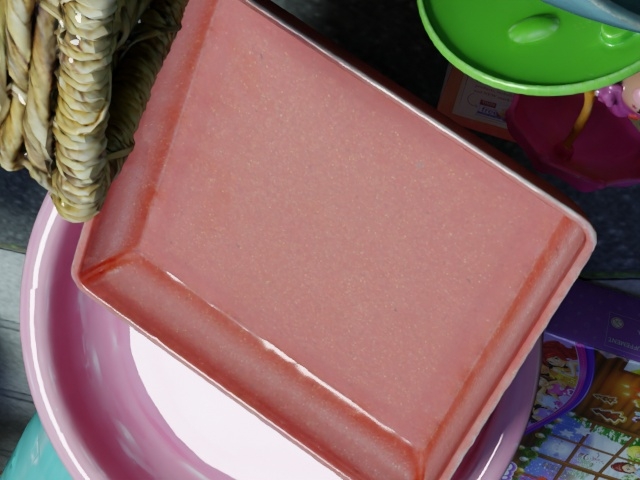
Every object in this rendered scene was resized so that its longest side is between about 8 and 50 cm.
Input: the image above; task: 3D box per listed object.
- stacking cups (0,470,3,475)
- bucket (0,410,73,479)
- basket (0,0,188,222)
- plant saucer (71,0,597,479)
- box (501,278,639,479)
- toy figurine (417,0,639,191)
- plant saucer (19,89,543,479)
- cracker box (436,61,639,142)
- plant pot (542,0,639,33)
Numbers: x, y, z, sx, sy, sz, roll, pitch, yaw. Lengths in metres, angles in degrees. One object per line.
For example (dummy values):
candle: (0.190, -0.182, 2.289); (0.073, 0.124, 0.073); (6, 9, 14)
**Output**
stacking cups: (-0.203, 0.217, 1.254); (0.316, 0.096, 0.096); (1, 152, -32)
bucket: (-0.097, 0.184, 1.153); (0.281, 0.281, 0.183); (22, 134, -7)
basket: (-0.079, -0.203, 0.635); (0.223, 0.299, 0.213); (39, 136, -23)
plant saucer: (0.000, 0.000, 0.855); (0.259, 0.048, 0.258); (35, 134, 11)
box: (0.217, 0.153, 1.163); (0.200, 0.057, 0.293); (18, 143, -1)
toy figurine: (0.145, -0.092, 0.759); (0.173, 0.130, 0.159); (-19, 149, 6)
plant saucer: (-0.022, 0.050, 0.984); (0.332, 0.084, 0.332); (2, 96, 17)
cracker box: (0.165, -0.136, 0.815); (0.155, 0.067, 0.232); (17, 143, -1)
plant pot: (0.093, -0.228, 0.594); (0.290, 0.290, 0.195); (46, 165, -33)
